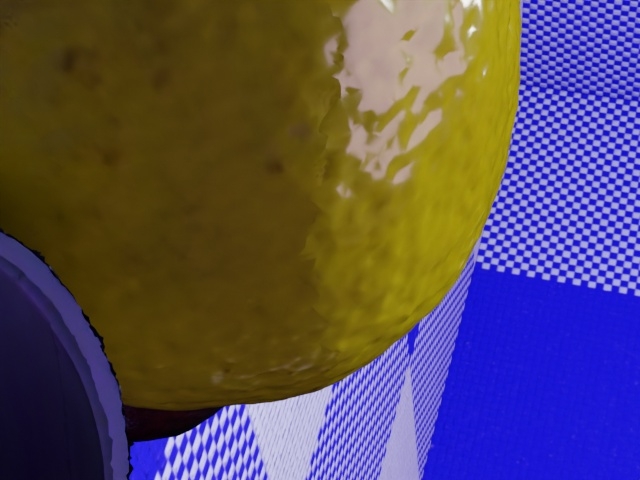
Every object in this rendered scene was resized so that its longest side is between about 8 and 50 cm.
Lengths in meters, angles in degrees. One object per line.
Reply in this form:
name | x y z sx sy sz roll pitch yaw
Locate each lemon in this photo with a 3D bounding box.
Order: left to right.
lemon | -0.047 -0.077 0.507 0.245 0.245 0.319 -67 155 -46

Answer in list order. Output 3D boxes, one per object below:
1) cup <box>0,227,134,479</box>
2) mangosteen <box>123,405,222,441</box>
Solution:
cup | -0.150 0.143 0.460 0.288 0.203 0.203 94 12 -56
mangosteen | -0.099 0.024 0.683 0.152 0.153 0.152 10 90 -77
